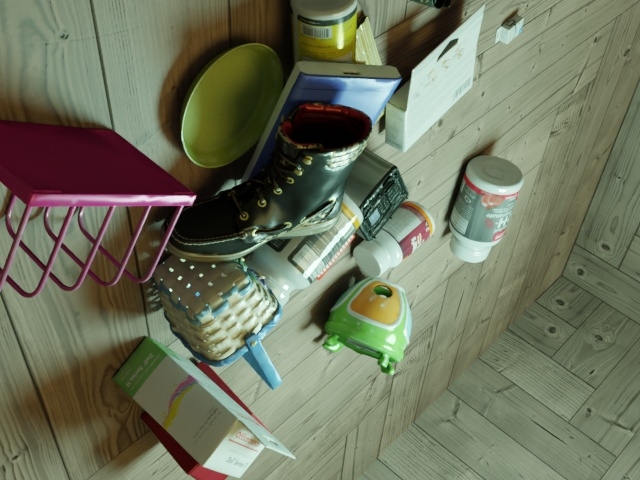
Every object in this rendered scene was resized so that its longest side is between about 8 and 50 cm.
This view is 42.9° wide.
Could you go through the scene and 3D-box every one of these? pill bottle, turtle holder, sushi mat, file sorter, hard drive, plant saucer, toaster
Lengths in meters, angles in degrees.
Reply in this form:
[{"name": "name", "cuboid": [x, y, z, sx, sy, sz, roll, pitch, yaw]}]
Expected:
[{"name": "pill bottle", "cuboid": [0.502, -0.091, 2.536, 0.176, 0.176, 0.318, -31, 145, -39]}, {"name": "pill bottle", "cuboid": [0.006, -0.359, 1.480, 0.119, 0.119, 0.208, -39, 150, -28]}, {"name": "pill bottle", "cuboid": [-0.050, 0.005, 1.768, 0.278, 0.162, 0.162, -49, 153, -8]}, {"name": "turtle holder", "cuboid": [0.156, 0.237, 2.292, 0.320, 0.243, 0.227, 40, 69, -55]}, {"name": "pill bottle", "cuboid": [0.199, -0.003, 2.206, 0.221, 0.121, 0.121, -39, 150, -28]}, {"name": "sushi mat", "cuboid": [0.084, -0.332, 1.748, 0.151, 0.019, 0.316, -50, 153, -10]}, {"name": "file sorter", "cuboid": [-0.370, -0.040, 1.149, 0.291, 0.202, 0.182, -4, 127, -57]}, {"name": "hard drive", "cuboid": [-0.006, -0.206, 1.548, 0.210, 0.040, 0.318, -4, 146, -30]}, {"name": "plant saucer", "cuboid": [-0.162, -0.242, 1.433, 0.241, 0.037, 0.241, -40, 151, -28]}, {"name": "toaster", "cuboid": [0.114, -0.108, 1.956, 0.168, 0.110, 0.185, -52, 154, -7]}]

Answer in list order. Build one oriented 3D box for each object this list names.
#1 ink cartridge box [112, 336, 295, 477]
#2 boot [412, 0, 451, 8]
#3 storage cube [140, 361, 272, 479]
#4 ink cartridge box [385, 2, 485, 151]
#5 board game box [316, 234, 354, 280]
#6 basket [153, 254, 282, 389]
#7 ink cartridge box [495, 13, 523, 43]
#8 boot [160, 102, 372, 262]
[{"name": "ink cartridge box", "cuboid": [-0.236, 0.366, 1.669, 0.119, 0.353, 0.207, -51, 153, -7]}, {"name": "boot", "cuboid": [0.154, -0.491, 1.546, 0.198, 0.137, 0.077, -17, 135, -50]}, {"name": "storage cube", "cuboid": [-0.258, 0.427, 1.871, 0.193, 0.215, 0.183, -42, 152, -11]}, {"name": "ink cartridge box", "cuboid": [0.265, -0.389, 1.905, 0.296, 0.066, 0.261, -45, 153, -28]}, {"name": "board game box", "cuboid": [0.000, 0.000, 1.970, 0.147, 0.045, 0.193, -51, 153, -6]}, {"name": "basket", "cuboid": [-0.188, 0.149, 1.610, 0.201, 0.255, 0.289, -36, 139, -19]}, {"name": "ink cartridge box", "cuboid": [0.500, -0.555, 2.155, 0.083, 0.028, 0.048, -41, 150, -23]}, {"name": "boot", "cuboid": [-0.091, -0.104, 1.472, 0.377, 0.138, 0.284, -10, 150, -28]}]
